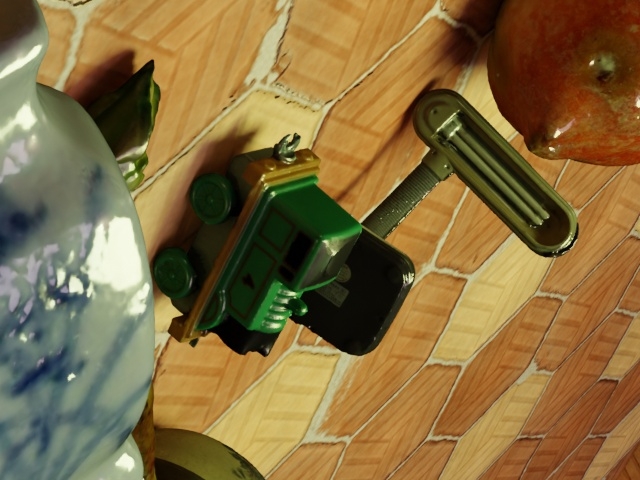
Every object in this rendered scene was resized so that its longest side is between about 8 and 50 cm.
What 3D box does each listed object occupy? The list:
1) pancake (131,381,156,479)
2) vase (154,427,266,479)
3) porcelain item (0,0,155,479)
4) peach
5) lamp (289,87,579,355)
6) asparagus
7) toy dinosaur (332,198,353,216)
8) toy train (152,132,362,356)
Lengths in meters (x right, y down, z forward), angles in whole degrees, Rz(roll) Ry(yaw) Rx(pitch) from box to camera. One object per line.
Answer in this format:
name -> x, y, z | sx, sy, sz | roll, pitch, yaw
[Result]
pancake -> -0.223, 0.255, 1.467 | 0.305, 0.067, 0.427 | 19, 97, -62
vase -> -0.107, 0.314, 1.782 | 0.241, 0.302, 0.329 | -40, 156, -23
porcelain item -> -0.221, 0.032, 1.162 | 0.242, 0.178, 0.405 | -38, 140, -27
peach -> 0.269, -0.172, 1.824 | 0.232, 0.232, 0.256 | 96, 20, -55
lamp -> 0.103, 0.009, 1.774 | 0.283, 0.203, 0.124 | -45, 167, -46
asparagus -> -0.202, -0.012, 1.359 | 0.287, 0.080, 0.080 | -42, 158, -11
toy dinosaur -> -0.002, -0.001, 1.827 | 0.082, 0.039, 0.209 | -50, 158, -10
toy train -> -0.052, 0.014, 1.621 | 0.091, 0.136, 0.227 | -17, 139, -55
